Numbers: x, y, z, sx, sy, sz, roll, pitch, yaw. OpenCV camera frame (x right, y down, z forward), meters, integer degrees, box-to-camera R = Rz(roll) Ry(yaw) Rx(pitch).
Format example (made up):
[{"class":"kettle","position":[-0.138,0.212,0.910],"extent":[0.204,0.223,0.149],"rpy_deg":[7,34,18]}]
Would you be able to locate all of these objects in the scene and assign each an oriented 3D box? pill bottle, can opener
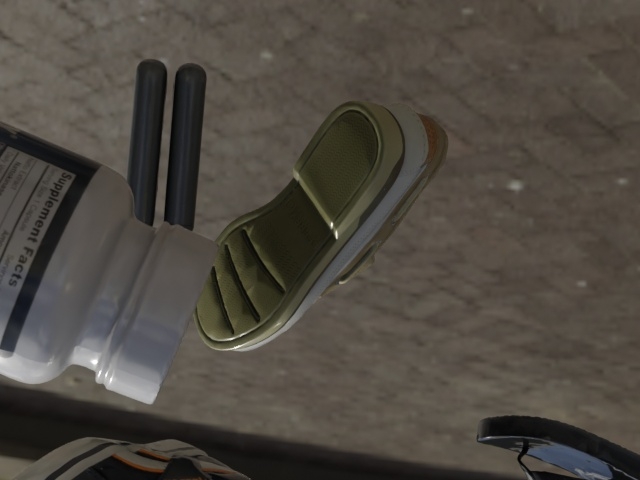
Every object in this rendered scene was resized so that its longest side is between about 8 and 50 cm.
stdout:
[{"class":"pill bottle","position":[-0.144,0.004,0.600],"extent":[0.180,0.108,0.108],"rpy_deg":[23,158,-5]},{"class":"can opener","position":[-0.154,-0.032,1.250],"extent":[0.074,0.280,0.093],"rpy_deg":[4,-167,-7]}]

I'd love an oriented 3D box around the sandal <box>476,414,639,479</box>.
[{"class":"sandal","position":[0.255,0.214,1.149],"extent":[0.254,0.054,0.097],"rpy_deg":[21,163,6]}]

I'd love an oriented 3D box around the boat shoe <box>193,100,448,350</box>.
[{"class":"boat shoe","position":[0.000,0.000,1.151],"extent":[0.103,0.113,0.302],"rpy_deg":[0,146,-44]}]

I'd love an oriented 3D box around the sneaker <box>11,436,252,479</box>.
[{"class":"sneaker","position":[-0.111,0.204,0.880],"extent":[0.127,0.126,0.321],"rpy_deg":[25,-172,18]}]
